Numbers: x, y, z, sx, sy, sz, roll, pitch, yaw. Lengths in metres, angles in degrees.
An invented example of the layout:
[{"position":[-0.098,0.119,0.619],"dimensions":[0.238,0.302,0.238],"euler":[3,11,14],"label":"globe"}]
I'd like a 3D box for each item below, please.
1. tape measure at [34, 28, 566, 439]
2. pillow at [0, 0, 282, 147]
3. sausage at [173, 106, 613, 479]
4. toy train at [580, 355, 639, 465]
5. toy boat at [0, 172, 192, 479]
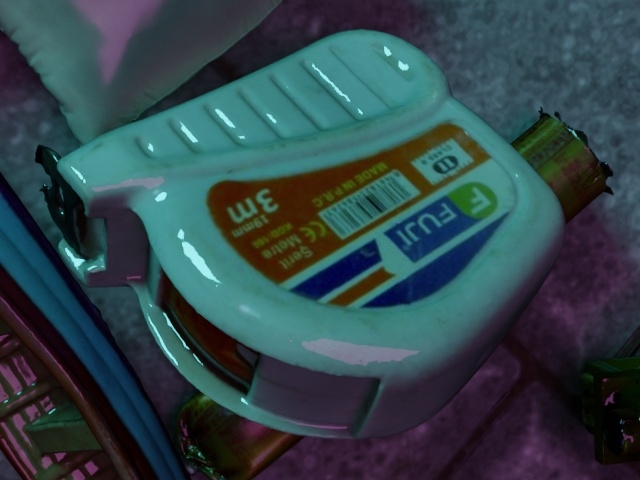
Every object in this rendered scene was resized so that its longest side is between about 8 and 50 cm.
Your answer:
[{"position":[-0.001,-0.001,0.633],"dimensions":[0.243,0.125,0.246],"euler":[-30,68,-28],"label":"tape measure"},{"position":[-0.090,-0.180,0.648],"dimensions":[0.254,0.078,0.144],"euler":[-42,109,-7],"label":"pillow"},{"position":[0.044,0.048,0.733],"dimensions":[0.372,0.082,0.082],"euler":[-38,108,-9],"label":"sausage"},{"position":[0.301,0.122,0.804],"dimensions":[0.226,0.137,0.090],"euler":[-3,98,-14],"label":"toy train"},{"position":[-0.179,0.069,0.645],"dimensions":[0.079,0.136,0.392],"euler":[-41,108,-41],"label":"toy boat"}]
